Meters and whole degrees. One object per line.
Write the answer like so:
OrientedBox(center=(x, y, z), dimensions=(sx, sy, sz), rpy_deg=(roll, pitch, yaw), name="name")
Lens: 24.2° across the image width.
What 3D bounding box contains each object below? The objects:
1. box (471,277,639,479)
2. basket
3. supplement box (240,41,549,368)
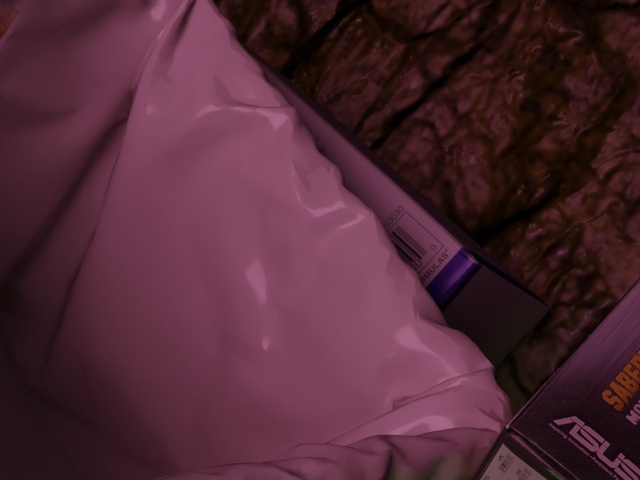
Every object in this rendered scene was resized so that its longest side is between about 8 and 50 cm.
OrientedBox(center=(0.113, 0.094, 0.623), dimensions=(0.056, 0.231, 0.183), rpy_deg=(38, 55, 14), name="box")
OrientedBox(center=(-0.160, 0.057, 0.665), dimensions=(0.331, 0.328, 0.266), rpy_deg=(55, 125, 27), name="basket")
OrientedBox(center=(0.000, 0.000, 0.824), dimensions=(0.111, 0.114, 0.220), rpy_deg=(-50, 59, 7), name="supplement box")
